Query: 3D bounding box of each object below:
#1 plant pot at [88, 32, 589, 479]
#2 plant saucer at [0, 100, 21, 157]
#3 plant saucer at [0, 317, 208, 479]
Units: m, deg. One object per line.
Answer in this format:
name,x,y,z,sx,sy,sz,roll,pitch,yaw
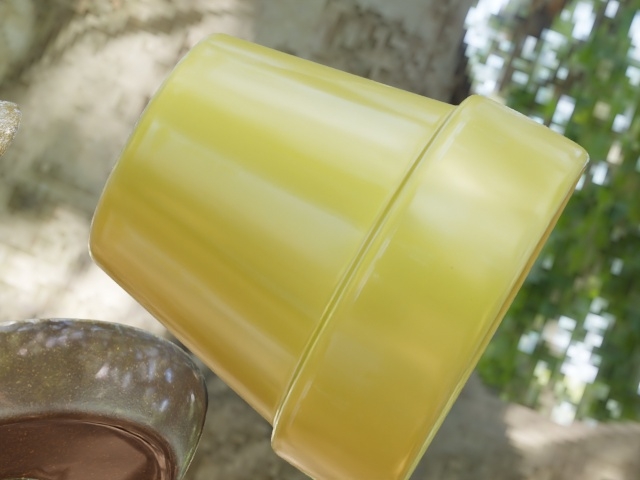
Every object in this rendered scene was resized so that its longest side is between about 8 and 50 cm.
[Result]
plant pot,0.000,0.000,1.202,0.239,0.254,0.254,30,-11,6
plant saucer,-0.244,-0.068,1.368,0.083,0.083,0.015,8,-32,50
plant saucer,-0.118,0.086,0.703,0.168,0.029,0.168,-14,-33,-10
